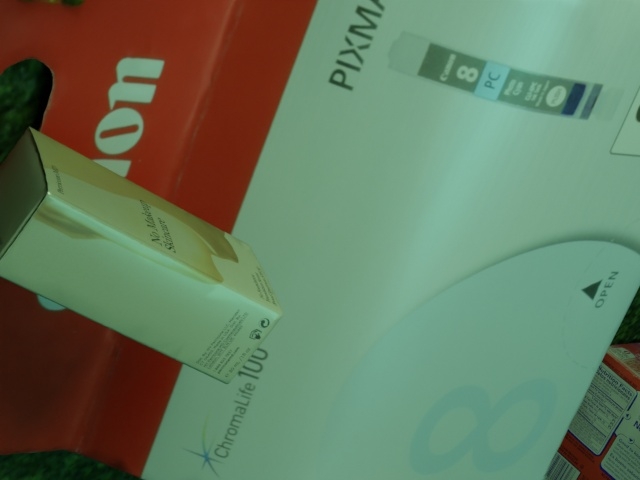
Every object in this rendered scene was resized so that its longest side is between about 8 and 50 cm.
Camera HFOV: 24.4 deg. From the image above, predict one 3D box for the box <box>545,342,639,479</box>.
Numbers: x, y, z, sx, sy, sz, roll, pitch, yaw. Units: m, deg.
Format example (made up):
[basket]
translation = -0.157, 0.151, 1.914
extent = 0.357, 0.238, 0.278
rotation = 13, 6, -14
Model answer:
[box]
translation = 0.308, 0.201, 1.137
extent = 0.122, 0.257, 0.128
rotation = -1, 124, -48

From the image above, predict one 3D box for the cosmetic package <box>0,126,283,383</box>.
[cosmetic package]
translation = -0.076, 0.007, 0.593
extent = 0.115, 0.060, 0.041
rotation = 29, 107, -32

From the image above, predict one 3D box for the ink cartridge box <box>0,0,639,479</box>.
[ink cartridge box]
translation = 0.000, 0.000, 0.680
extent = 0.385, 0.091, 0.308
rotation = 1, 122, -39
